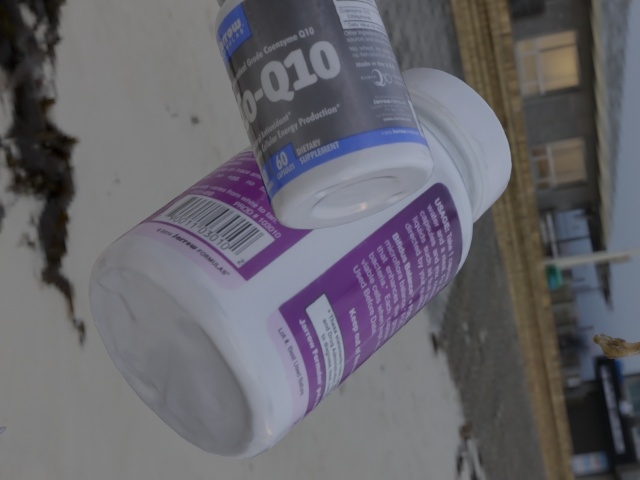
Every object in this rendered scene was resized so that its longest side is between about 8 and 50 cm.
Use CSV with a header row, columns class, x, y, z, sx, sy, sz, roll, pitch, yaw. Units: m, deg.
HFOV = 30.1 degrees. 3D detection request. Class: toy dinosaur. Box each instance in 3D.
class,x,y,z,sx,sy,sz,roll,pitch,yaw
toy dinosaur,0.326,0.079,1.016,0.092,0.183,0.053,-17,86,-45

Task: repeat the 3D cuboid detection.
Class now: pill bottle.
class,x,y,z,sx,sy,sz,roll,pitch,yaw
pill bottle,0.000,0.000,0.839,0.301,0.169,0.169,-38,128,-33
pill bottle,-0.004,-0.081,0.556,0.078,0.078,0.137,47,24,-74

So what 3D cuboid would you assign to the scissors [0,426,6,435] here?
class,x,y,z,sx,sy,sz,roll,pitch,yaw
scissors,-0.434,0.234,1.165,0.109,0.297,0.021,46,23,-9
